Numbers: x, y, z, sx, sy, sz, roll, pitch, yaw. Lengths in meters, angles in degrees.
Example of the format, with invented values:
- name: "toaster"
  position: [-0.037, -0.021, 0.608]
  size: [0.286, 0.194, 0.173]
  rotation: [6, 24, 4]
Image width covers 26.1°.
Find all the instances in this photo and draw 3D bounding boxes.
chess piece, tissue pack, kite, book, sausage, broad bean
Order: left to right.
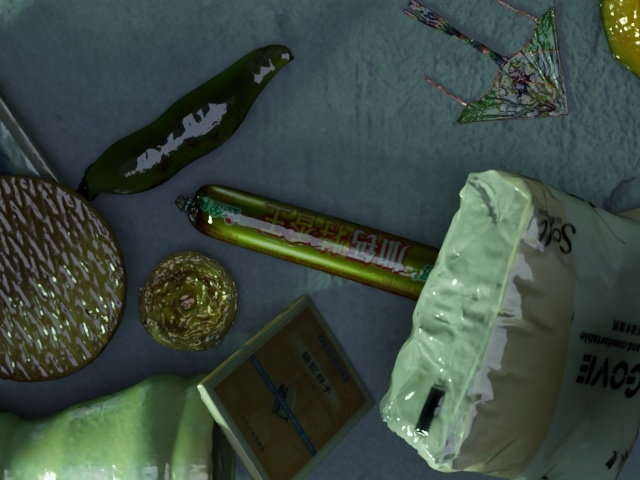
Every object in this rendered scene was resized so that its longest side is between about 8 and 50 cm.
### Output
- name: "chess piece"
  position: [-0.328, 0.272, 1.663]
  size: [0.442, 0.234, 0.234]
  rotation: [-1, 97, 5]
- name: "broad bean"
  position: [-0.172, -0.129, 1.687]
  size: [0.339, 0.061, 0.077]
  rotation: [-33, 74, 3]
- name: "book"
  position: [-0.036, 0.187, 1.654]
  size: [0.018, 0.241, 0.170]
  rotation: [-27, 98, 38]
- name: "sausage"
  position: [0.000, 0.000, 1.700]
  size: [0.371, 0.082, 0.082]
  rotation: [17, 96, -2]
- name: "kite"
  position: [0.213, -0.231, 1.707]
  size: [0.244, 0.006, 0.198]
  rotation: [35, 96, -4]
- name: "tissue pack"
  position: [0.268, 0.116, 1.634]
  size: [0.375, 0.195, 0.390]
  rotation: [13, 96, -39]

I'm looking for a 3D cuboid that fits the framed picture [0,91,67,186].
- name: "framed picture"
  position: [-0.433, -0.050, 1.702]
  size: [0.232, 0.024, 0.315]
  rotation: [-34, 95, 12]

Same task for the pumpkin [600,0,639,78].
- name: "pumpkin"
  position: [0.446, -0.265, 1.673]
  size: [0.130, 0.149, 0.254]
  rotation: [-37, 97, -37]

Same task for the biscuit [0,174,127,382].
- name: "biscuit"
  position: [-0.360, 0.045, 1.683]
  size: [0.262, 0.037, 0.262]
  rotation: [1, 102, 7]

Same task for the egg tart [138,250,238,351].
- name: "egg tart"
  position: [-0.164, 0.076, 1.721]
  size: [0.128, 0.049, 0.129]
  rotation: [-1, 97, -6]
